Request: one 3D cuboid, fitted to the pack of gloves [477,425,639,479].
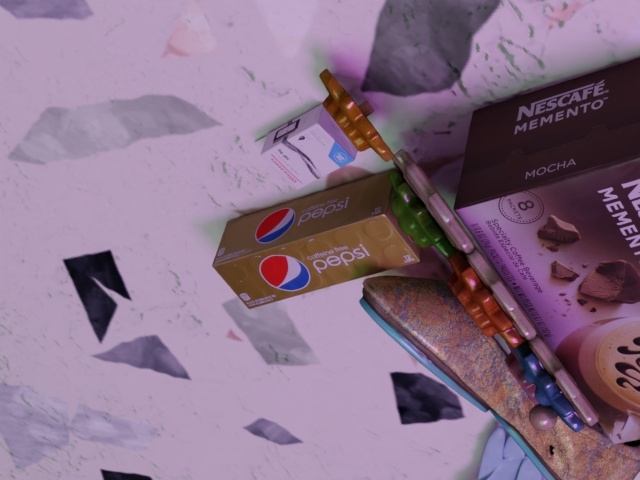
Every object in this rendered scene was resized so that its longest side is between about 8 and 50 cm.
[{"bbox_3d":[0.234,0.262,1.630,0.195,0.046,0.232,19,127,-3],"label":"pack of gloves"}]

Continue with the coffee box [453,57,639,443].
[{"bbox_3d":[0.250,0.015,1.302,0.168,0.119,0.297,-15,129,29],"label":"coffee box"}]

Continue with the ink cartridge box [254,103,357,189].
[{"bbox_3d":[-0.014,-0.074,1.360,0.083,0.028,0.048,-26,122,37],"label":"ink cartridge box"}]

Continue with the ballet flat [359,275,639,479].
[{"bbox_3d":[0.174,0.114,1.443,0.123,0.123,0.348,-24,125,35],"label":"ballet flat"}]

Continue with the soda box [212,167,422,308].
[{"bbox_3d":[0.000,0.000,1.410,0.181,0.058,0.061,-17,128,31],"label":"soda box"}]

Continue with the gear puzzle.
[{"bbox_3d":[0.095,0.009,1.277,0.044,0.175,0.339,-36,91,2],"label":"gear puzzle"}]
